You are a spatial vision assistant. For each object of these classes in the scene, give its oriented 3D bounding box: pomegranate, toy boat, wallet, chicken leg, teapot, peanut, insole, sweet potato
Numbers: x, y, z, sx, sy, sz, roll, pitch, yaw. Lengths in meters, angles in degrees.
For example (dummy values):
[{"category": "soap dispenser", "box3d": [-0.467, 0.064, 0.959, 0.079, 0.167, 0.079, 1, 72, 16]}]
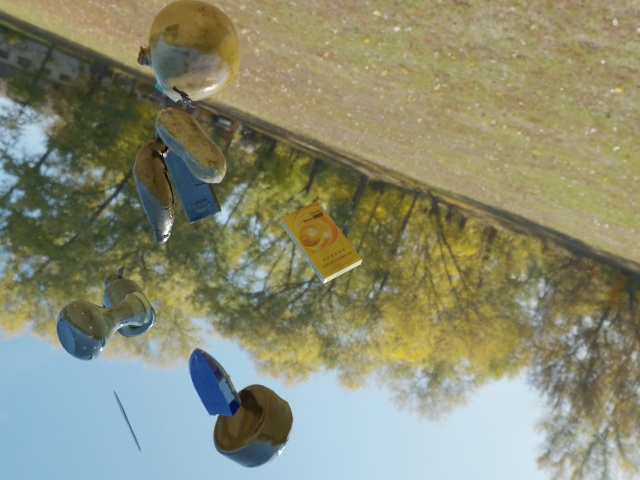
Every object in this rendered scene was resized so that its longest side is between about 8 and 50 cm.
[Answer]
[{"category": "pomegranate", "box3d": [-0.372, -0.564, 1.638, 0.308, 0.307, 0.307, 21, -173, -3]}, {"category": "toy boat", "box3d": [-0.355, 0.451, 1.784, 0.129, 0.295, 0.088, -3, -142, 14]}, {"category": "wallet", "box3d": [-0.514, -0.238, 2.186, 0.169, 0.316, 0.044, -18, -176, 25]}, {"category": "chicken leg", "box3d": [-0.360, -0.379, 1.461, 0.036, 0.021, 0.083, 30, 172, 32]}, {"category": "teapot", "box3d": [-0.646, 0.242, 1.645, 0.184, 0.183, 0.251, 26, -150, 30]}, {"category": "peanut", "box3d": [-0.286, -0.214, 1.229, 0.214, 0.099, 0.099, 44, -166, 15]}, {"category": "insole", "box3d": [-0.542, 0.507, 1.536, 0.004, 0.064, 0.188, -23, -104, -30]}, {"category": "sweet potato", "box3d": [-0.434, -0.146, 1.438, 0.098, 0.309, 0.124, -6, 180, 4]}]

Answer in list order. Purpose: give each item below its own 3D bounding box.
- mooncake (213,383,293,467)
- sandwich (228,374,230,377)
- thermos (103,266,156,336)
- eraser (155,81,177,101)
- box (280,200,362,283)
[{"category": "mooncake", "box3d": [-0.236, 0.669, 1.969, 0.155, 0.284, 0.284, 49, 174, -26]}, {"category": "sandwich", "box3d": [-0.378, 0.510, 2.023, 0.029, 0.067, 0.135, 11, 171, 32]}, {"category": "thermos", "box3d": [-0.732, 0.235, 2.033, 0.145, 0.182, 0.286, 21, -167, -45]}, {"category": "eraser", "box3d": [-0.497, -0.588, 1.965, 0.096, 0.052, 0.225, 35, 144, -30]}, {"category": "box", "box3d": [0.000, 0.000, 1.805, 0.152, 0.043, 0.269, -27, -114, -23]}]
